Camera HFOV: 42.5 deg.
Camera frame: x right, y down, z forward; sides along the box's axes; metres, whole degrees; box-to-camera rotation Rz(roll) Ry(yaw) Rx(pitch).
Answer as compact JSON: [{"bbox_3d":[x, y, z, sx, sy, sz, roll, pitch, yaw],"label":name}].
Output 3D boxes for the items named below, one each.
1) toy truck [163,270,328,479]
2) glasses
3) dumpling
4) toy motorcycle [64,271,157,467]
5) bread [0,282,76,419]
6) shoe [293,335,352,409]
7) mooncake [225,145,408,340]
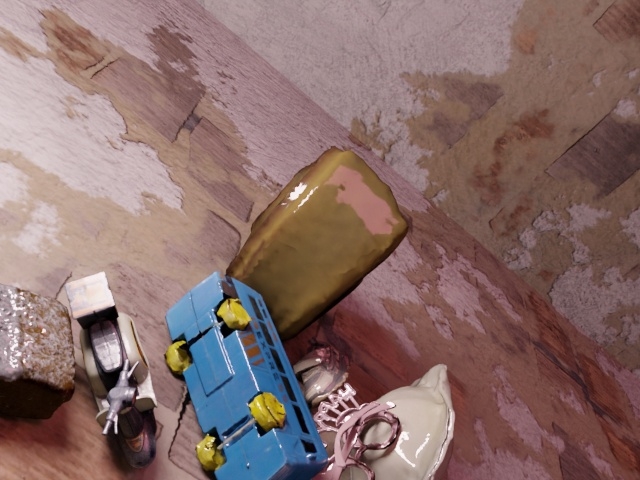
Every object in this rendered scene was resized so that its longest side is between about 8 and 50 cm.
[{"bbox_3d":[-0.125,0.238,1.342,0.162,0.161,0.385,30,27,-49],"label":"toy truck"},{"bbox_3d":[0.023,0.335,1.376,0.255,0.162,0.095,-53,135,-39],"label":"glasses"},{"bbox_3d":[0.167,0.350,1.491,0.181,0.260,0.341,44,29,14],"label":"dumpling"},{"bbox_3d":[-0.290,0.193,1.170,0.157,0.091,0.263,89,-21,-61],"label":"toy motorcycle"},{"bbox_3d":[-0.502,0.108,1.015,0.416,0.113,0.165,23,35,-41],"label":"bread"},{"bbox_3d":[-0.001,0.248,1.593,0.092,0.089,0.180,45,22,-3],"label":"shoe"},{"bbox_3d":[0.000,0.000,1.610,0.246,0.394,0.393,44,27,1],"label":"mooncake"}]
